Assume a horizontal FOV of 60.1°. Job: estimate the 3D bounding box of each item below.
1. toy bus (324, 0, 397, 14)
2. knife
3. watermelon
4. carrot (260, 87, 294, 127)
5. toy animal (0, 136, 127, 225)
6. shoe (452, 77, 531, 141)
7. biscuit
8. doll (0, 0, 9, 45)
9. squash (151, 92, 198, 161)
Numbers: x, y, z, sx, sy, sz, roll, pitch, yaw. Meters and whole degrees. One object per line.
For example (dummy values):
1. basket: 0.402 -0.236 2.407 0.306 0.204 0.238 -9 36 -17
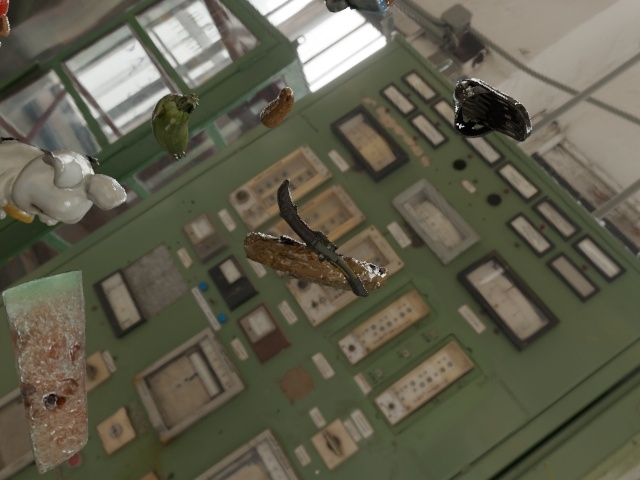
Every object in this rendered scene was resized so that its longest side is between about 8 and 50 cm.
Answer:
1. toy bus: 0.013 -0.363 0.667 0.106 0.131 0.297 53 -4 -41
2. knife: -0.005 0.003 0.844 0.222 0.046 0.021 54 4 12
3. watermelon: -0.358 0.172 0.721 0.154 0.095 0.241 -30 -108 48
4. carrot: -0.080 -0.251 1.052 0.047 0.047 0.191 56 -14 -9
5. toy animal: -0.532 -0.113 1.060 0.208 0.325 0.154 37 55 -47
6. shoe: 0.185 -0.148 0.654 0.062 0.053 0.159 63 -4 -30
7. biscuit: -0.013 0.048 1.082 0.296 0.075 0.296 16 -2 1
8. doll: -0.609 -0.403 0.935 0.183 0.217 0.085 22 21 -9
9. squash: -0.295 -0.233 1.101 0.318 0.080 0.071 153 -58 -71
